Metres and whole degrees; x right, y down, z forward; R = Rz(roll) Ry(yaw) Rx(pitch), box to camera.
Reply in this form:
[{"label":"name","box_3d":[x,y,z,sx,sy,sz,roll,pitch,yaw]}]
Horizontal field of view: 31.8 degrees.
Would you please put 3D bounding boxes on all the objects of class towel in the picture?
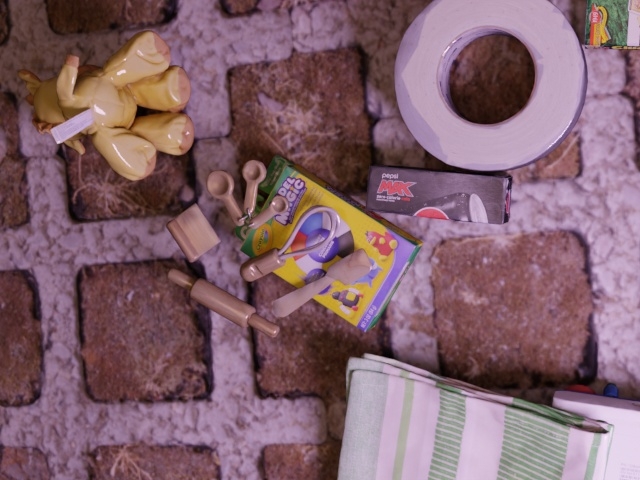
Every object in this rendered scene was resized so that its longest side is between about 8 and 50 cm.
[{"label":"towel","box_3d":[0.167,0.283,1.321,0.325,0.038,0.247,13,106,27]}]

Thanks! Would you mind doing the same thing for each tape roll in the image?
[{"label":"tape roll","box_3d":[0.199,-0.189,1.312,0.219,0.072,0.219,1,94,17]}]

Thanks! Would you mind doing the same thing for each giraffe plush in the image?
[{"label":"giraffe plush","box_3d":[-0.289,-0.168,1.426,0.170,0.210,0.181,10,111,49]}]

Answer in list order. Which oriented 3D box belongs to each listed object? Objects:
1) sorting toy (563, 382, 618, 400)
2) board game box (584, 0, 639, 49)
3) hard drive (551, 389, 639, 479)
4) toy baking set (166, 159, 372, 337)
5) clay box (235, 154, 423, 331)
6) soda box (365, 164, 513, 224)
[{"label":"sorting toy","box_3d":[0.330,0.196,1.316,0.102,0.042,0.061,29,113,6]},{"label":"board game box","box_3d":[0.375,-0.347,1.272,0.136,0.030,0.259,3,94,18]},{"label":"hard drive","box_3d":[0.360,0.341,1.290,0.210,0.040,0.318,7,103,16]},{"label":"toy baking set","box_3d":[-0.074,0.017,1.374,0.256,0.030,0.196,33,107,13]},{"label":"clay box","box_3d":[0.000,0.000,1.392,0.222,0.053,0.127,32,103,12]},{"label":"soda box","box_3d":[0.142,-0.056,1.346,0.169,0.053,0.060,6,95,17]}]
